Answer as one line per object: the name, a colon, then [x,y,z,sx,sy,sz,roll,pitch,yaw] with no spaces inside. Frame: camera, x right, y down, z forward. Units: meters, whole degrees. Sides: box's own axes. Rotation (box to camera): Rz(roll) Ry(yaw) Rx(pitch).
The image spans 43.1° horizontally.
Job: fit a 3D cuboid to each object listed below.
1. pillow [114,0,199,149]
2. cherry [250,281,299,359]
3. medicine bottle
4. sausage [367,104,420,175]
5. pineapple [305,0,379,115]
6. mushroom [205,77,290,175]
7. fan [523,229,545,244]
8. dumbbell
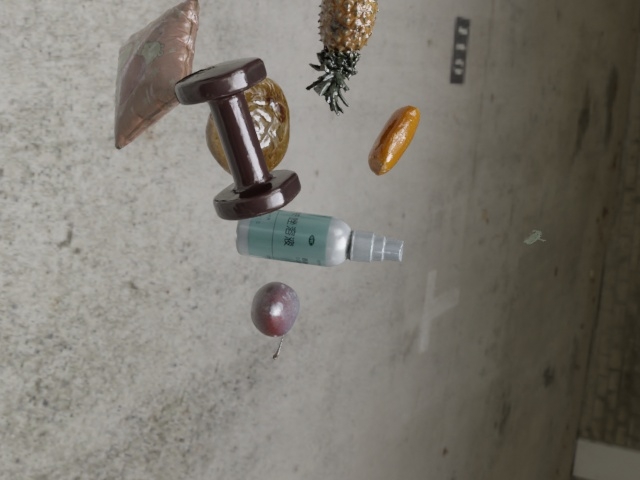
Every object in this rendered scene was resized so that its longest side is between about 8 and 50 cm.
pillow: [-0.295,-0.297,1.423,0.084,0.223,0.236,25,52,-38]
cherry: [-0.113,0.189,1.869,0.115,0.148,0.188,16,90,-17]
medicine bottle: [0.000,0.000,1.728,0.110,0.352,0.110,8,90,-81]
sausage: [0.203,-0.280,2.220,0.238,0.098,0.098,-57,142,-28]
pineapple: [0.057,-0.517,2.216,0.169,0.169,0.340,-15,117,-59]
mushroom: [-0.174,-0.285,2.040,0.278,0.146,0.278,-18,113,-48]
fan: [0.614,-0.006,2.306,0.056,0.083,0.004,-48,114,-5]
dumbbell: [-0.120,-0.150,1.200,0.140,0.124,0.225,-51,128,-56]
